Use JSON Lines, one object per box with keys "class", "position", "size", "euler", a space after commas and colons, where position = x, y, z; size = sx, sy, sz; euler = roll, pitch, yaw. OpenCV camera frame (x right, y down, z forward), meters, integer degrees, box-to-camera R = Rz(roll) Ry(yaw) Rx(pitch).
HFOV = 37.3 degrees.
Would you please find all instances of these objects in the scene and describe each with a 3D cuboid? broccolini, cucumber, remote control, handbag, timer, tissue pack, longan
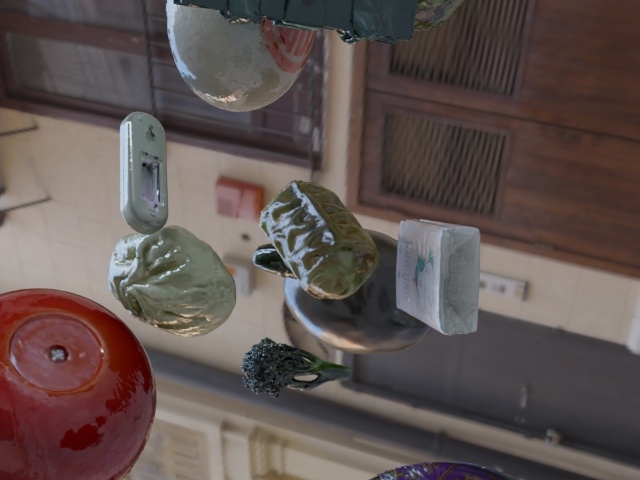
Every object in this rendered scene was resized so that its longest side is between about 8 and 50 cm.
{"class": "broccolini", "position": [-0.028, 0.195, 1.459], "size": [0.068, 0.202, 0.091], "euler": [-23, 68, 55]}
{"class": "cucumber", "position": [-0.016, 0.044, 1.813], "size": [0.069, 0.227, 0.069], "euler": [-171, 90, -90]}
{"class": "remote control", "position": [-0.279, -0.112, 1.512], "size": [0.078, 0.042, 0.221], "euler": [20, -128, -39]}
{"class": "handbag", "position": [-0.016, -0.379, 1.194], "size": [0.089, 0.326, 0.238], "euler": [15, 101, 62]}
{"class": "timer", "position": [-0.456, 0.256, 1.545], "size": [0.279, 0.378, 0.378], "euler": [-61, -2, 40]}
{"class": "tissue pack", "position": [0.193, 0.053, 1.609], "size": [0.325, 0.071, 0.170], "euler": [-159, 68, -82]}
{"class": "longan", "position": [0.091, 0.111, 2.055], "size": [0.288, 0.350, 0.288], "euler": [-165, 90, -73]}

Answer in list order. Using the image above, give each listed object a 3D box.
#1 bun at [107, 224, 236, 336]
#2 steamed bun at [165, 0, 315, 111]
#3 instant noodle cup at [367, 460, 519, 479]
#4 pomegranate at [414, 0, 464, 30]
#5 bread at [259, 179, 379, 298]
{"class": "bun", "position": [-0.257, 0.075, 1.566], "size": [0.145, 0.229, 0.229], "euler": [-39, -37, -40]}
{"class": "steamed bun", "position": [-0.104, -0.343, 1.466], "size": [0.283, 0.177, 0.283], "euler": [-4, -86, -64]}
{"class": "instant noodle cup", "position": [0.144, 0.416, 1.035], "size": [0.266, 0.340, 0.340], "euler": [52, -127, -69]}
{"class": "pomegranate", "position": [0.194, -0.562, 1.771], "size": [0.341, 0.285, 0.285], "euler": [-51, -28, -40]}
{"class": "bread", "position": [0.000, 0.000, 1.639], "size": [0.268, 0.152, 0.130], "euler": [53, 166, 50]}
